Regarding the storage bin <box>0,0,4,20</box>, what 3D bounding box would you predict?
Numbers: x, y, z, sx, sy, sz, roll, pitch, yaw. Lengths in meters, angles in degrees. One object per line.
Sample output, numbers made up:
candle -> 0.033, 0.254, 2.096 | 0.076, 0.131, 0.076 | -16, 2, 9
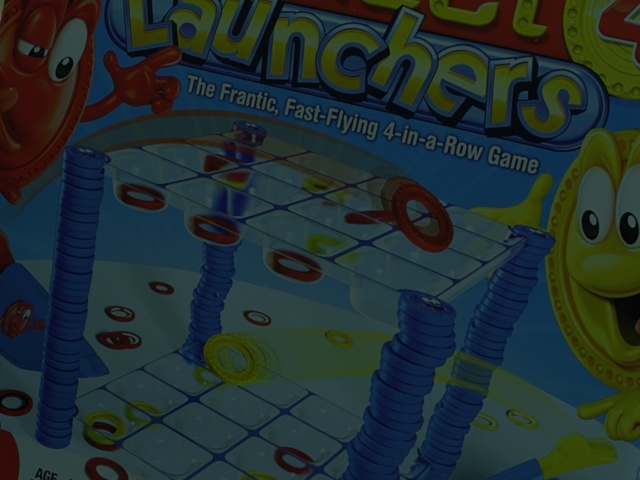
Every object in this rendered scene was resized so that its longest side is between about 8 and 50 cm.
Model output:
storage bin -> -0.254, -0.138, 0.771 | 0.123, 0.260, 0.262 | 18, 16, -37

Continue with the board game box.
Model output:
board game box -> 0.000, 0.000, 0.481 | 0.308, 0.302, 0.086 | 14, 6, 15
